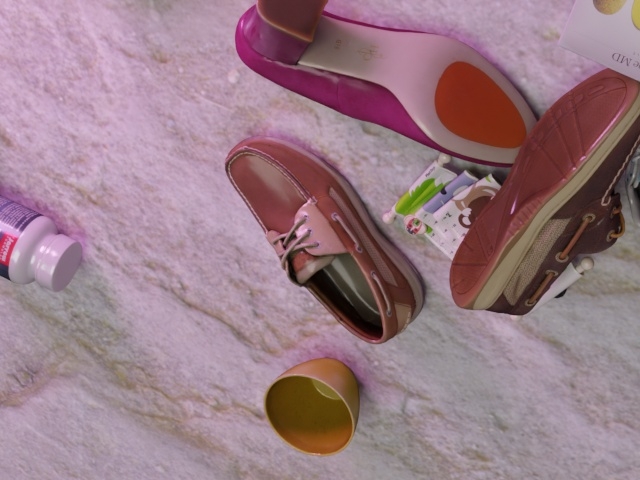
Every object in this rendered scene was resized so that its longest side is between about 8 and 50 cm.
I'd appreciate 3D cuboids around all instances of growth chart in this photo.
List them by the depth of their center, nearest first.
[{"bbox_3d":[0.204,-0.006,1.427,0.237,0.021,0.172,39,135,6],"label":"growth chart"}]

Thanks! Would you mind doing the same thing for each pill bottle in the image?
[{"bbox_3d":[-0.445,0.002,1.705,0.180,0.108,0.108,23,125,11],"label":"pill bottle"}]

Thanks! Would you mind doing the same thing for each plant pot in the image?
[{"bbox_3d":[0.000,0.216,1.620,0.134,0.095,0.134,11,121,19],"label":"plant pot"}]

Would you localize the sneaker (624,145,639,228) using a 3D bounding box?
[{"bbox_3d":[0.365,-0.098,1.280,0.071,0.083,0.191,4,117,25],"label":"sneaker"}]

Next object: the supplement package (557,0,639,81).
[{"bbox_3d":[0.351,-0.290,1.146,0.139,0.134,0.244,25,125,11],"label":"supplement package"}]

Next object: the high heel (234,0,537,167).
[{"bbox_3d":[0.078,-0.183,1.388,0.377,0.127,0.181,31,167,-5],"label":"high heel"}]

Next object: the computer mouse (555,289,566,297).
[{"bbox_3d":[0.290,-0.034,1.385,0.071,0.041,0.242,22,131,23],"label":"computer mouse"}]

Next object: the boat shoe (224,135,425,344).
[{"bbox_3d":[0.000,0.000,1.486,0.324,0.116,0.123,44,126,-3],"label":"boat shoe"}]

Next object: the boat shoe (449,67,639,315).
[{"bbox_3d":[0.276,-0.040,1.295,0.123,0.123,0.342,19,123,-19],"label":"boat shoe"}]
